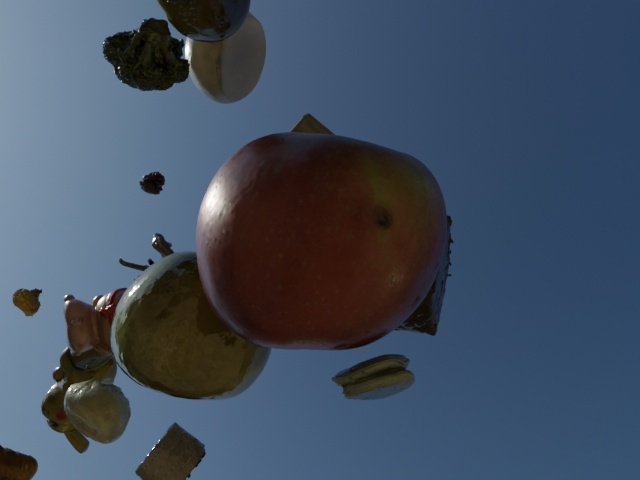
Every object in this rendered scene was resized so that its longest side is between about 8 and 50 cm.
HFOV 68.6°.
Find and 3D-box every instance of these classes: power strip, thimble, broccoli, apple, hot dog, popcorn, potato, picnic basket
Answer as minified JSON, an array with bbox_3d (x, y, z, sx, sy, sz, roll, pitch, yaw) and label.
[{"bbox_3d":[-0.073,-0.167,1.092,0.105,0.070,0.257,41,-91,12],"label":"power strip"},{"bbox_3d":[-0.291,0.430,0.919,0.090,0.115,0.102,39,-23,0],"label":"thimble"},{"bbox_3d":[-0.329,-0.357,0.905,0.146,0.162,0.138,51,-49,6],"label":"broccoli"},{"bbox_3d":[-0.229,0.158,0.874,0.291,0.292,0.254,19,-102,1],"label":"apple"},{"bbox_3d":[-0.705,0.418,0.928,0.285,0.088,0.061,33,-39,-27],"label":"hot dog"},{"bbox_3d":[-0.839,0.169,1.357,0.084,0.084,0.084,5,-61,9],"label":"popcorn"},{"bbox_3d":[-0.220,-0.484,0.807,0.173,0.307,0.210,32,-90,17],"label":"potato"},{"bbox_3d":[0.000,0.000,0.661,0.348,0.348,0.277,8,-87,7],"label":"apple"},{"bbox_3d":[0.162,0.068,1.187,0.320,0.291,0.254,9,-38,19],"label":"picnic basket"}]

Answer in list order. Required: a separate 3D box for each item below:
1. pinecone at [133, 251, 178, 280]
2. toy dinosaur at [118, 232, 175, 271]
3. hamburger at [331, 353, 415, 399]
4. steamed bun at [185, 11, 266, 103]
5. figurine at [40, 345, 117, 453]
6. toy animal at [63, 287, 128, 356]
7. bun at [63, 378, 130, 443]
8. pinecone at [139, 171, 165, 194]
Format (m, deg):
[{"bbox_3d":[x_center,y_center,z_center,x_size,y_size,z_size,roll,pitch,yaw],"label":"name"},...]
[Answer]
[{"bbox_3d":[-0.477,0.170,1.585,0.295,0.242,0.298,18,-21,-3],"label":"pinecone"},{"bbox_3d":[-0.364,0.076,1.115,0.072,0.251,0.200,-39,-74,18],"label":"toy dinosaur"},{"bbox_3d":[0.083,0.187,0.651,0.121,0.054,0.084,11,-32,-40],"label":"hamburger"},{"bbox_3d":[-0.247,-0.465,1.163,0.145,0.232,0.232,24,-58,17],"label":"steamed bun"},{"bbox_3d":[-0.730,0.447,1.409,0.218,0.169,0.327,38,-79,35],"label":"figurine"},{"bbox_3d":[-0.543,0.204,1.201,0.197,0.171,0.171,-7,-59,-19],"label":"toy animal"},{"bbox_3d":[-0.519,0.393,1.100,0.164,0.111,0.188,31,-42,3],"label":"bun"},{"bbox_3d":[-0.552,-0.191,1.547,0.077,0.083,0.077,10,-32,6],"label":"pinecone"}]
